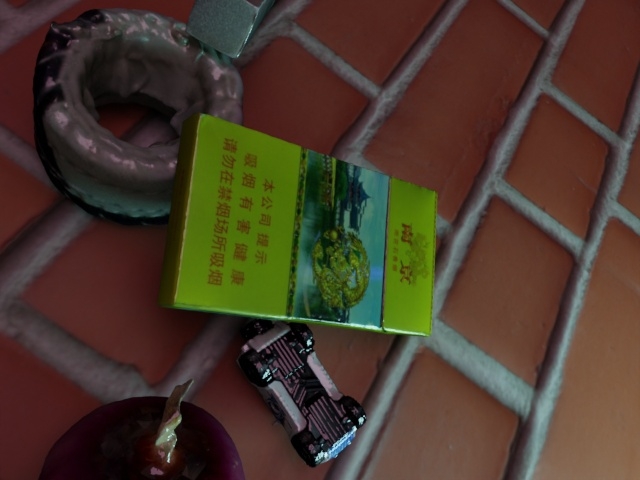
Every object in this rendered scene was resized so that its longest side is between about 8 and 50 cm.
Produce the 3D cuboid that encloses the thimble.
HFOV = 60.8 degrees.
[{"bbox_3d":[-0.197,-0.140,0.620,0.238,0.150,0.237,10,64,-22],"label":"thimble"}]

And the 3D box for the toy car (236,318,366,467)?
[{"bbox_3d":[-0.029,0.160,0.604,0.080,0.070,0.170,-32,84,-32],"label":"toy car"}]

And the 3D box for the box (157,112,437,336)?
[{"bbox_3d":[0.000,0.000,0.600,0.335,0.047,0.186,13,75,-36],"label":"box"}]

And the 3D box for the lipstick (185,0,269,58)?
[{"bbox_3d":[-0.097,-0.320,0.708,0.068,0.066,0.317,26,31,-14],"label":"lipstick"}]

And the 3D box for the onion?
[{"bbox_3d":[-0.152,0.219,0.474,0.178,0.153,0.177,10,59,-17],"label":"onion"}]
